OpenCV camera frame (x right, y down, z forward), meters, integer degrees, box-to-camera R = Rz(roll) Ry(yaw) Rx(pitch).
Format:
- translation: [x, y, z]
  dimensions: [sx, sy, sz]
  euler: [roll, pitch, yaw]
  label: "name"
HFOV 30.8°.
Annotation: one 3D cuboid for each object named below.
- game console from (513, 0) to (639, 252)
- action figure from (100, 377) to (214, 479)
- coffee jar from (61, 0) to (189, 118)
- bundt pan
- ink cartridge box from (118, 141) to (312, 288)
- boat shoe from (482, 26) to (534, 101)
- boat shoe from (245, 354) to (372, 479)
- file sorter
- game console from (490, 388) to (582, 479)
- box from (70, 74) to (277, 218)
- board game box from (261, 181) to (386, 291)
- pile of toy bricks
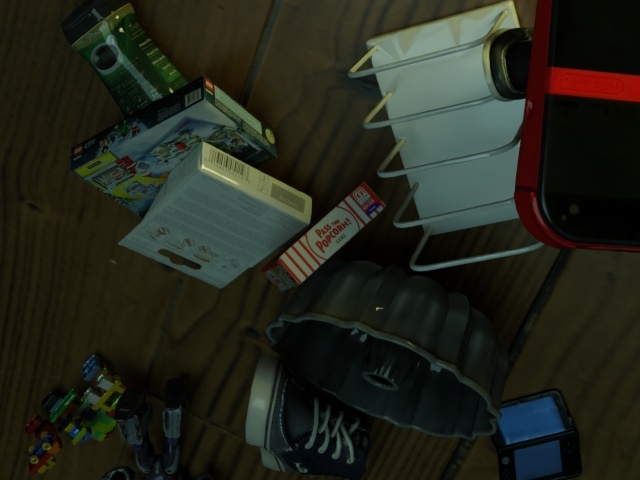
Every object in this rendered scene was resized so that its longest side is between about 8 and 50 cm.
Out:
- translation: [0.412, -0.150, 1.289]
  dimensions: [0.386, 0.060, 0.342]
  euler: [4, 94, -13]
  label: "game console"
- translation: [-0.253, 0.349, 1.809]
  dimensions: [0.185, 0.099, 0.285]
  euler: [-2, 124, -1]
  label: "action figure"
- translation: [-0.262, -0.244, 1.566]
  dimensions: [0.096, 0.079, 0.184]
  euler: [-29, 103, 29]
  label: "coffee jar"
- translation: [0.100, 0.133, 1.534]
  dimensions: [0.331, 0.124, 0.331]
  euler: [21, 158, 9]
  label: "bundt pan"
- translation: [-0.148, -0.028, 1.613]
  dimensions: [0.181, 0.056, 0.224]
  euler: [26, 141, -27]
  label: "ink cartridge box"
- translation: [0.256, -0.212, 1.330]
  dimensions: [0.079, 0.233, 0.084]
  euler: [-10, 97, 38]
  label: "boat shoe"
- translation: [-0.008, 0.253, 1.617]
  dimensions: [0.158, 0.127, 0.340]
  euler: [9, 160, 8]
  label: "boat shoe"
- translation: [0.168, -0.121, 1.436]
  dimensions: [0.193, 0.173, 0.278]
  euler: [-11, 110, 22]
  label: "file sorter"
- translation: [0.295, 0.284, 1.636]
  dimensions: [0.122, 0.107, 0.071]
  euler: [-19, 135, 24]
  label: "game console"
- translation: [-0.198, -0.119, 1.573]
  dimensions: [0.233, 0.044, 0.159]
  euler: [-24, 144, 25]
  label: "box"
- translation: [0.000, 0.000, 1.501]
  dimensions: [0.147, 0.193, 0.045]
  euler: [-42, 92, -11]
  label: "board game box"
- translation: [-0.367, 0.282, 1.835]
  dimensions: [0.105, 0.118, 0.212]
  euler: [35, 105, -32]
  label: "pile of toy bricks"
